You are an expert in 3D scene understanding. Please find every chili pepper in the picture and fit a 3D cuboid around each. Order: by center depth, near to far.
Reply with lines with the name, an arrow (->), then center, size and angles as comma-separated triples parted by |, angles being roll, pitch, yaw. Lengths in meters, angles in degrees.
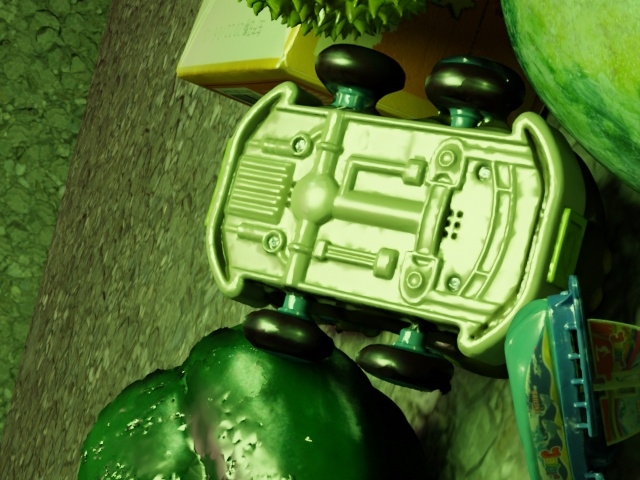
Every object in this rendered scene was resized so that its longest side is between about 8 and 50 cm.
chili pepper -> -0.031, 0.205, 0.894 | 0.233, 0.248, 0.257 | -48, 38, 21

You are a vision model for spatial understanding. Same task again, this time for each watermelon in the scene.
watermelon -> 0.196, -0.138, 0.777 | 0.180, 0.224, 0.305 | -23, 25, -1

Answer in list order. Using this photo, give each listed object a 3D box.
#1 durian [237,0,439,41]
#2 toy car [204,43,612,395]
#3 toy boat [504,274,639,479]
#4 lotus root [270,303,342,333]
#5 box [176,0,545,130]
durian -> 0.018, -0.195, 0.821 | 0.159, 0.198, 0.146 | 75, -150, -43
toy car -> 0.073, -0.001, 0.885 | 0.248, 0.198, 0.204 | 11, 83, 33
toy boat -> 0.158, 0.075, 0.737 | 0.175, 0.110, 0.091 | 70, -166, -45
lotus root -> 0.000, 0.000, 1.128 | 0.154, 0.140, 0.257 | 64, 160, 6
box -> 0.053, -0.214, 1.072 | 0.283, 0.213, 0.260 | 15, 84, 68
